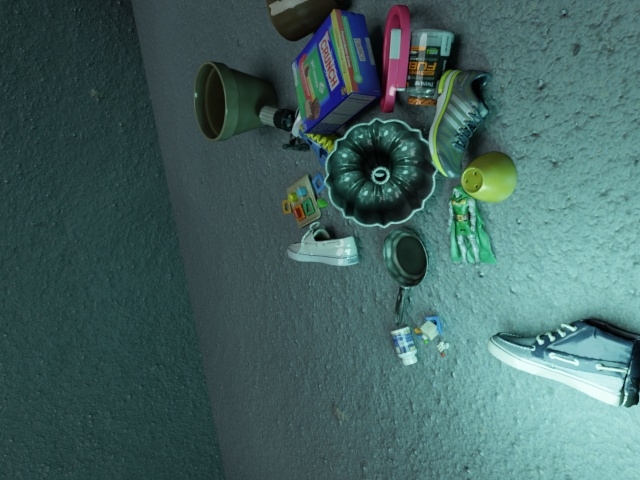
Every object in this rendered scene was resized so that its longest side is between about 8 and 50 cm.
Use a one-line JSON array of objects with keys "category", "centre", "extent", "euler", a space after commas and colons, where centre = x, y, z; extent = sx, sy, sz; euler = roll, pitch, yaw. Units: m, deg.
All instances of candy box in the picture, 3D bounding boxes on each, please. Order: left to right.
[{"category": "candy box", "centre": [0.039, -0.526, 1.486], "extent": [0.317, 0.122, 0.268], "euler": [-23, 76, 58]}]

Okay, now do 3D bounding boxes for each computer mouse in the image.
[{"category": "computer mouse", "centre": [-0.078, -0.439, 1.803], "extent": [0.042, 0.106, 0.193], "euler": [-110, 33, -56]}]

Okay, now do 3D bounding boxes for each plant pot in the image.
[{"category": "plant pot", "centre": [-0.353, -0.595, 1.978], "extent": [0.323, 0.280, 0.323], "euler": [21, 116, 51]}, {"category": "plant pot", "centre": [-0.028, -0.814, 1.554], "extent": [0.231, 0.215, 0.215], "euler": [3, 103, 40]}, {"category": "plant pot", "centre": [0.420, -0.159, 1.185], "extent": [0.134, 0.095, 0.134], "euler": [21, 116, 51]}]

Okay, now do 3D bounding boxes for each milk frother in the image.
[{"category": "milk frother", "centre": [-0.162, -0.468, 1.873], "extent": [0.135, 0.129, 0.143], "euler": [25, 113, 35]}]

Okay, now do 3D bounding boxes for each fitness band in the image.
[{"category": "fitness band", "centre": [0.212, -0.518, 1.322], "extent": [0.209, 0.054, 0.290], "euler": [-85, -1, -70]}]

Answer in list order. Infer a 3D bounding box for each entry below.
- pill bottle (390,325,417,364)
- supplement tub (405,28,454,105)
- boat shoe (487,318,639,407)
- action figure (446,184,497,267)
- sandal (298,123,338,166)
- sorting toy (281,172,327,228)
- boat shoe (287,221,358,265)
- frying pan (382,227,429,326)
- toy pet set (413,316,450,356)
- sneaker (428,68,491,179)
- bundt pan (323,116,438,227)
[{"category": "pill bottle", "centre": [0.285, 0.354, 1.547], "extent": [0.067, 0.067, 0.120], "euler": [-27, 78, 54]}, {"category": "supplement tub", "centre": [0.295, -0.469, 1.252], "extent": [0.117, 0.117, 0.190], "euler": [26, 120, 49]}, {"category": "boat shoe", "centre": [0.571, 0.245, 1.087], "extent": [0.341, 0.127, 0.158], "euler": [15, 106, 43]}, {"category": "action figure", "centre": [0.396, -0.041, 1.261], "extent": [0.137, 0.063, 0.232], "euler": [-2, 107, 43]}, {"category": "sandal", "centre": [0.018, -0.329, 1.682], "extent": [0.317, 0.126, 0.138], "euler": [48, 139, 38]}, {"category": "sorting toy", "centre": [-0.084, -0.161, 1.931], "extent": [0.348, 0.047, 0.195], "euler": [-25, 79, 54]}, {"category": "boat shoe", "centre": [-0.006, 0.002, 1.794], "extent": [0.367, 0.136, 0.156], "euler": [7, 105, 51]}, {"category": "frying pan", "centre": [0.291, 0.117, 1.484], "extent": [0.197, 0.053, 0.326], "euler": [-13, 91, 55]}, {"category": "toy pet set", "centre": [0.357, 0.289, 1.454], "extent": [0.122, 0.065, 0.114], "euler": [36, 162, 48]}, {"category": "sneaker", "centre": [0.360, -0.304, 1.174], "extent": [0.121, 0.111, 0.299], "euler": [3, 85, 46]}, {"category": "bundt pan", "centre": [0.173, -0.210, 1.370], "extent": [0.124, 0.331, 0.330], "euler": [-88, 4, -66]}]
